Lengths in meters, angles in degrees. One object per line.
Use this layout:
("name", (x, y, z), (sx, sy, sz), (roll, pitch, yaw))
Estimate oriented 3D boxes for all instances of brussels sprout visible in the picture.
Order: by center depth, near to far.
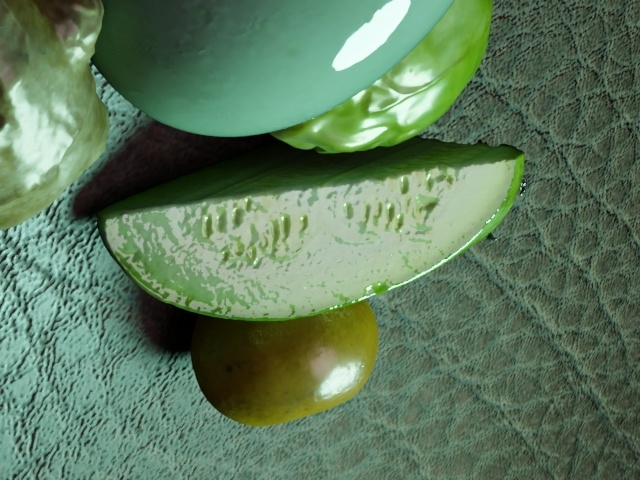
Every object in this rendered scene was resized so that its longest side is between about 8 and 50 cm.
("brussels sprout", (0.032, -0.167, 1.435), (0.223, 0.161, 0.223), (-44, 154, -28))

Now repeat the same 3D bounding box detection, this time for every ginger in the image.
("ginger", (-0.237, -0.095, 1.073), (0.190, 0.126, 0.354), (-34, 155, 24))

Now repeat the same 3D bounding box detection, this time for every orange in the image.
("orange", (-0.032, 0.079, 1.580), (0.159, 0.159, 0.136), (-15, 90, -50))

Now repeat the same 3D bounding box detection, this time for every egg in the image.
("egg", (-0.016, -0.247, 1.182), (0.276, 0.276, 0.389), (13, 106, -58))

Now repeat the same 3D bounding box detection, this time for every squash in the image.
("squash", (0.000, 0.000, 1.482), (0.289, 0.203, 0.111), (-26, 121, -49))
